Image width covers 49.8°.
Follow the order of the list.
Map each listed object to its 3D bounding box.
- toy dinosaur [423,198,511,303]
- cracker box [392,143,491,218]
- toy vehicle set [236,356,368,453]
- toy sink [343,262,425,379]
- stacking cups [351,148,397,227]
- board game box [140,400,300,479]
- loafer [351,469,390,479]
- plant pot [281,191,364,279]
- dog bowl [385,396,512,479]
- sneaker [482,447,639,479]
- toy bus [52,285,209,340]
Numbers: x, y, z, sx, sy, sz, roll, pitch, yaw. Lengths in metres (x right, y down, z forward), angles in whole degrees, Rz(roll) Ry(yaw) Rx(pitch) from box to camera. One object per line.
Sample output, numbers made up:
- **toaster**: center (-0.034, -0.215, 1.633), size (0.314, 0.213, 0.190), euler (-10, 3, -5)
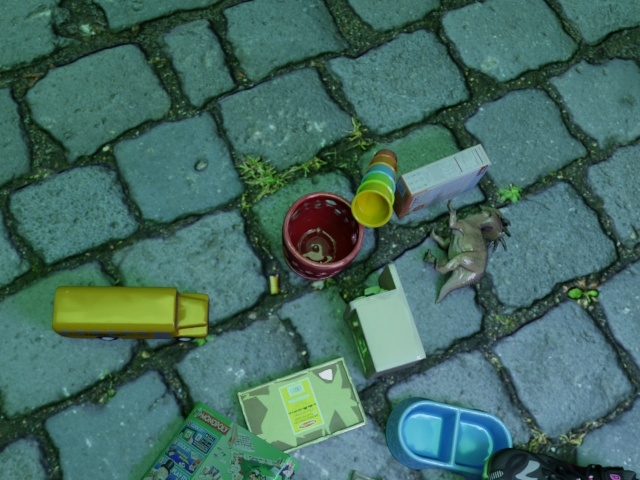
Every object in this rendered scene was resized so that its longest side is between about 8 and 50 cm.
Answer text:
- **toy dinosaur**: center (0.379, 0.023, 1.726), size (0.200, 0.127, 0.296), euler (16, 76, -8)
- **cracker box**: center (0.301, -0.149, 1.753), size (0.232, 0.156, 0.067), euler (-21, 74, -13)
- **toy vehicle set**: center (-0.043, 0.390, 1.598), size (0.266, 0.035, 0.166), euler (-17, 74, -11)
- **toy sink**: center (0.135, 0.193, 1.623), size (0.131, 0.153, 0.234), euler (-14, 74, -10)
- **stacking cups**: center (0.150, -0.139, 1.685), size (0.096, 0.096, 0.316), euler (23, 30, 2)
- **board game box**: center (-0.216, 0.485, 1.435), size (0.317, 0.046, 0.213), euler (15, 60, 45)
- **loafer**: center (0.132, 0.549, 1.561), size (0.125, 0.045, 0.039), euler (10, 64, 0)
- **plant pot**: center (0.000, 0.000, 1.661), size (0.191, 0.174, 0.191), euler (2, 71, -5)
- **dog bowl**: center (0.303, 0.456, 1.593), size (0.297, 0.074, 0.166), euler (13, 70, -2)
- **sneaker**: center (0.559, 0.533, 1.476), size (0.482, 0.202, 0.185), euler (15, 51, -18)
- **toy bus**: center (-0.426, 0.166, 1.584), size (0.332, 0.130, 0.108), euler (1, 71, -5)
